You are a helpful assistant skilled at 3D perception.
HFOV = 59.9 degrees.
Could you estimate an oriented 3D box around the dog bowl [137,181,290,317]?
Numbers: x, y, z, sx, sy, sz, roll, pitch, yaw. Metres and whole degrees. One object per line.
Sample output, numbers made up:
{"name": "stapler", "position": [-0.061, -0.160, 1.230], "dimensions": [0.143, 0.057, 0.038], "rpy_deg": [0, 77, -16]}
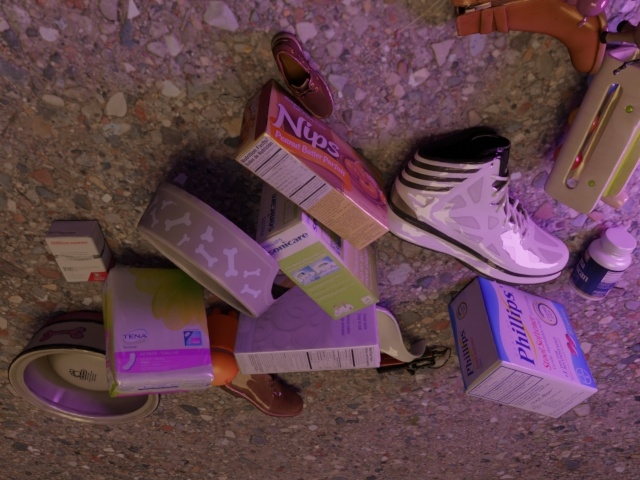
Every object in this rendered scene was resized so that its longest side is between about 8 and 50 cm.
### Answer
{"name": "dog bowl", "position": [-0.224, 0.031, 1.143], "dimensions": [0.348, 0.102, 0.349], "rpy_deg": [33, 165, 10]}

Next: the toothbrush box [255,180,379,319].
{"name": "toothbrush box", "position": [0.000, 0.000, 1.180], "dimensions": [0.122, 0.206, 0.283], "rpy_deg": [-27, 127, 24]}

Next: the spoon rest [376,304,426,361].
{"name": "spoon rest", "position": [0.186, 0.259, 1.517], "dimensions": [0.276, 0.084, 0.137], "rpy_deg": [33, 126, -28]}

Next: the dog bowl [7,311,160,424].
{"name": "dog bowl", "position": [-0.649, 0.364, 1.587], "dimensions": [0.407, 0.150, 0.408], "rpy_deg": [1, 135, 1]}

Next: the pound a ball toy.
{"name": "pound a ball toy", "position": [0.543, -0.196, 1.049], "dimensions": [0.208, 0.135, 0.319], "rpy_deg": [-23, 139, -34]}

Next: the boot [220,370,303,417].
{"name": "boot", "position": [-0.161, 0.447, 1.698], "dimensions": [0.305, 0.112, 0.115], "rpy_deg": [31, 117, -24]}

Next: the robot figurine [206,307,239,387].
{"name": "robot figurine", "position": [-0.270, 0.282, 1.450], "dimensions": [0.128, 0.220, 0.158], "rpy_deg": [-26, 129, 24]}

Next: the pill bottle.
{"name": "pill bottle", "position": [0.661, 0.054, 1.299], "dimensions": [0.094, 0.094, 0.170], "rpy_deg": [6, 134, -5]}

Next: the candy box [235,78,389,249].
{"name": "candy box", "position": [-0.007, -0.140, 1.058], "dimensions": [0.316, 0.183, 0.087], "rpy_deg": [35, 124, -29]}

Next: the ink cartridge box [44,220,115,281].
{"name": "ink cartridge box", "position": [-0.565, 0.025, 1.313], "dimensions": [0.109, 0.063, 0.151], "rpy_deg": [-1, 134, 1]}

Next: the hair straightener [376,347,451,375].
{"name": "hair straightener", "position": [0.275, 0.359, 1.647], "dimensions": [0.230, 0.047, 0.089], "rpy_deg": [-15, 133, 9]}

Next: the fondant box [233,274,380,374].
{"name": "fondant box", "position": [-0.028, 0.193, 1.347], "dimensions": [0.329, 0.238, 0.096], "rpy_deg": [-4, 133, 5]}

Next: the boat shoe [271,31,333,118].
{"name": "boat shoe", "position": [-0.033, -0.285, 1.003], "dimensions": [0.064, 0.060, 0.178], "rpy_deg": [-21, 130, 20]}

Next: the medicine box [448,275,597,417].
{"name": "medicine box", "position": [0.493, 0.266, 1.391], "dimensions": [0.289, 0.264, 0.149], "rpy_deg": [19, 131, -18]}

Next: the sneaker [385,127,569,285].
{"name": "sneaker", "position": [0.366, -0.067, 1.134], "dimensions": [0.447, 0.169, 0.258], "rpy_deg": [17, 134, -12]}

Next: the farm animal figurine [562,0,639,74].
{"name": "farm animal figurine", "position": [0.467, -0.432, 0.703], "dimensions": [0.327, 0.172, 0.330], "rpy_deg": [-45, 125, 2]}

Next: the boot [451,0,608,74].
{"name": "boot", "position": [0.331, -0.362, 0.894], "dimensions": [0.220, 0.109, 0.283], "rpy_deg": [-15, 140, 22]}

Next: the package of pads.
{"name": "package of pads", "position": [-0.384, 0.206, 1.293], "dimensions": [0.229, 0.297, 0.101], "rpy_deg": [4, 146, -28]}
